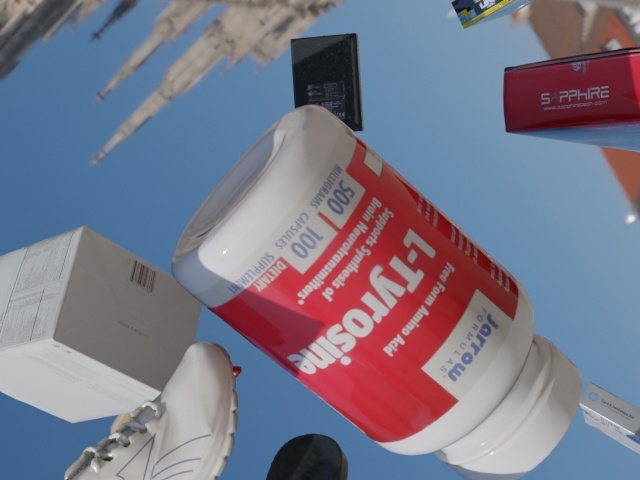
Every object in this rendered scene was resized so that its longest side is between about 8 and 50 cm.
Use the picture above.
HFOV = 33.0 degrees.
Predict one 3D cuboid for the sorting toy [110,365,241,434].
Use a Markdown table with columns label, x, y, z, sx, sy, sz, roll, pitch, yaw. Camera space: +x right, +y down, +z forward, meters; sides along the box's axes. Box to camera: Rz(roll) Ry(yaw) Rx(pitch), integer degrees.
| label | x | y | z | sx | sy | sz | roll | pitch | yaw |
| --- | --- | --- | --- | --- | --- | --- | --- | --- | --- |
| sorting toy | -0.219 | 0.226 | 1.553 | 0.132 | 0.274 | 0.046 | 4 | -127 | -29 |

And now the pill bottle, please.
| label | x | y | z | sx | sy | sz | roll | pitch | yaw |
| --- | --- | --- | --- | --- | --- | --- | --- | --- | --- |
| pill bottle | 0.067 | 0.070 | 1.114 | 0.407 | 0.229 | 0.229 | 40 | -155 | -15 |

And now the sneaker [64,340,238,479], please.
| label | x | y | z | sx | sy | sz | roll | pitch | yaw |
| --- | --- | --- | --- | --- | --- | --- | --- | --- | --- |
| sneaker | -0.178 | 0.231 | 1.074 | 0.129 | 0.297 | 0.111 | 29 | 169 | -20 |

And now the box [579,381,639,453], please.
| label | x | y | z | sx | sy | sz | roll | pitch | yaw |
| --- | --- | --- | --- | --- | --- | --- | --- | --- | --- |
| box | 0.439 | 0.265 | 1.519 | 0.145 | 0.038 | 0.186 | 29 | 172 | 23 |

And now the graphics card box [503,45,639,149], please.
| label | x | y | z | sx | sy | sz | roll | pitch | yaw |
| --- | --- | --- | --- | --- | --- | --- | --- | --- | --- |
| graphics card box | 0.442 | -0.170 | 1.389 | 0.371 | 0.233 | 0.094 | 1 | -90 | -40 |

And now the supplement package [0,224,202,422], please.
| label | x | y | z | sx | sy | sz | roll | pitch | yaw |
| --- | --- | --- | --- | --- | --- | --- | --- | --- | --- |
| supplement package | -0.288 | 0.107 | 1.292 | 0.194 | 0.203 | 0.149 | 36 | -128 | -39 |

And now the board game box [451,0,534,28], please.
| label | x | y | z | sx | sy | sz | roll | pitch | yaw |
| --- | --- | --- | --- | --- | --- | --- | --- | --- | --- |
| board game box | 0.294 | -0.377 | 1.604 | 0.170 | 0.141 | 0.048 | -28 | -87 | -52 |

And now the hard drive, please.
| label | x | y | z | sx | sy | sz | roll | pitch | yaw |
| --- | --- | --- | --- | --- | --- | --- | --- | --- | --- |
| hard drive | 0.009 | -0.216 | 1.501 | 0.022 | 0.094 | 0.135 | -22 | -71 | -76 |

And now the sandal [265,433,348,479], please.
| label | x | y | z | sx | sy | sz | roll | pitch | yaw |
| --- | --- | --- | --- | --- | --- | --- | --- | --- | --- |
| sandal | -0.073 | 0.476 | 1.608 | 0.107 | 0.167 | 0.446 | 57 | -146 | -41 |
